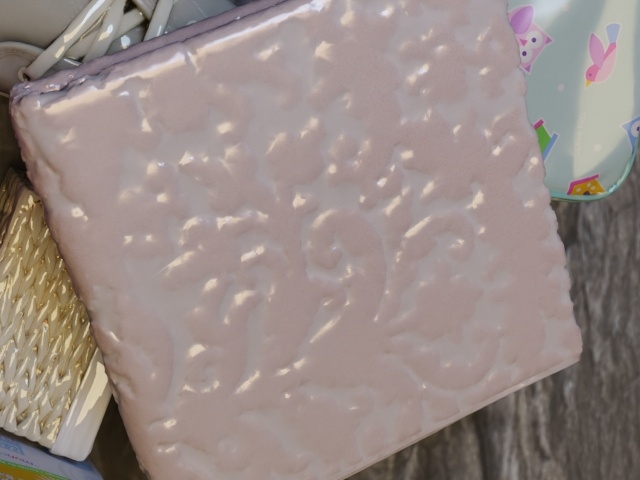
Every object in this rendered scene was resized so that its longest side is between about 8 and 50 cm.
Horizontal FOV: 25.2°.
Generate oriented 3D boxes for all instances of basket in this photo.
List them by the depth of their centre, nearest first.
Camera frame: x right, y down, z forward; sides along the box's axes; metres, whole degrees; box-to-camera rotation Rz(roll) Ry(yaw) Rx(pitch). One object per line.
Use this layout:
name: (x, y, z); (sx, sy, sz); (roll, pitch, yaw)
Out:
basket: (-0.183, 0.044, 0.952); (0.103, 0.113, 0.167); (20, 94, -21)

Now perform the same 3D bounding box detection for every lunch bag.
lunch bag: (0.127, -0.174, 1.021); (0.224, 0.108, 0.279); (6, 98, -16)

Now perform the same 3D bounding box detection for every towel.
towel: (0.000, 0.000, 0.911); (0.317, 0.053, 0.332); (-24, 118, -14)

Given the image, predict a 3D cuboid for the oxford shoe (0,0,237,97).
oxford shoe: (-0.123, -0.124, 0.918); (0.449, 0.130, 0.169); (41, 87, -26)

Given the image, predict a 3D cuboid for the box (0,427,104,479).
box: (-0.209, 0.180, 0.922); (0.114, 0.203, 0.103); (26, 92, -24)
